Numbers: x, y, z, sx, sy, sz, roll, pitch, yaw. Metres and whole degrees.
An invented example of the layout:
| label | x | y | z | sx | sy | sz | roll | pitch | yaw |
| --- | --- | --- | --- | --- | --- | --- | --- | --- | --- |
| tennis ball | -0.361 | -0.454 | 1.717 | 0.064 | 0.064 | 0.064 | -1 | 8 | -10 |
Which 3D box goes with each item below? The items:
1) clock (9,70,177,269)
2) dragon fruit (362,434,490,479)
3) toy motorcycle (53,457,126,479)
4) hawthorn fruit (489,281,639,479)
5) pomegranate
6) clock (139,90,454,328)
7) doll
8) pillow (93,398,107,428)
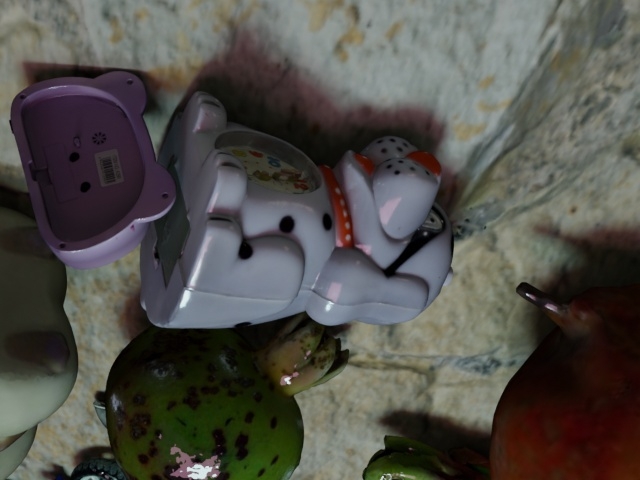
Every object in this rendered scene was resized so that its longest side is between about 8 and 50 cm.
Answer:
| label | x | y | z | sx | sy | sz | roll | pitch | yaw |
| --- | --- | --- | --- | --- | --- | --- | --- | --- | --- |
| clock | -0.174 | -0.056 | 0.959 | 0.110 | 0.153 | 0.050 | -17 | 157 | -6 |
| dragon fruit | 0.149 | 0.326 | 1.299 | 0.269 | 0.198 | 0.200 | 19 | 96 | -15 |
| toy motorcycle | -0.192 | 0.375 | 1.457 | 0.315 | 0.113 | 0.169 | 40 | 127 | -7 |
| hawthorn fruit | 0.294 | 0.196 | 1.073 | 0.308 | 0.325 | 0.308 | 0 | 180 | 0 |
| pomegranate | -0.089 | 0.154 | 1.171 | 0.248 | 0.202 | 0.202 | -38 | 127 | 4 |
| clock | -0.002 | -0.002 | 0.982 | 0.254 | 0.189 | 0.189 | 8 | 141 | -19 |
| doll | -0.341 | 0.118 | 1.130 | 0.226 | 0.215 | 0.370 | -16 | 158 | -24 |
| pillow | -0.179 | 0.211 | 1.330 | 0.091 | 0.055 | 0.135 | -23 | 129 | 34 |
